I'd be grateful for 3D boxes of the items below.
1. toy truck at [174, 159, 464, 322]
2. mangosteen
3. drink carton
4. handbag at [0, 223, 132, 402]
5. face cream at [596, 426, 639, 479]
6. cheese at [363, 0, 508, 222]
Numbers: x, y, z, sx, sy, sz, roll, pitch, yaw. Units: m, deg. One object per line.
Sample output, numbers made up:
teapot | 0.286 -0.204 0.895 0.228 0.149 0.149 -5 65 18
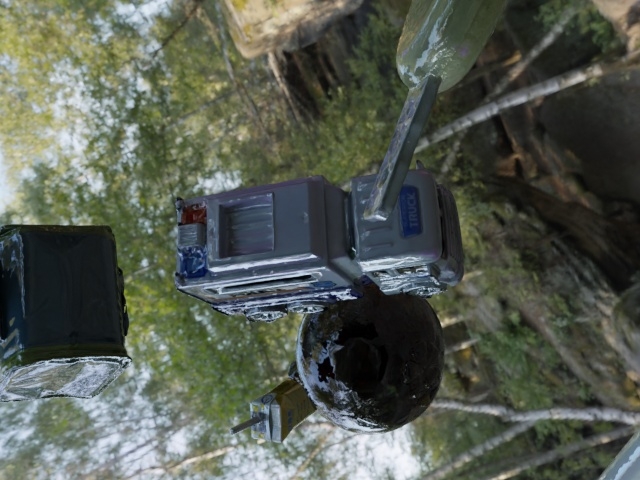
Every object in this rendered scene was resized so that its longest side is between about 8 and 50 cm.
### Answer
toy truck | 0.000 0.000 0.701 0.155 0.268 0.124 39 -135 -64
mangosteen | 0.045 0.169 1.031 0.231 0.289 0.231 10 -105 -43
drink carton | -0.073 0.293 1.182 0.200 0.075 0.084 -20 -68 -64
handbag | -0.441 0.122 1.141 0.222 0.263 0.241 4 -120 -34
face cream | 0.248 0.201 0.500 0.102 0.102 0.345 -96 21 -54
cheese | 0.062 -0.100 0.372 0.097 0.037 0.192 173 120 -78
